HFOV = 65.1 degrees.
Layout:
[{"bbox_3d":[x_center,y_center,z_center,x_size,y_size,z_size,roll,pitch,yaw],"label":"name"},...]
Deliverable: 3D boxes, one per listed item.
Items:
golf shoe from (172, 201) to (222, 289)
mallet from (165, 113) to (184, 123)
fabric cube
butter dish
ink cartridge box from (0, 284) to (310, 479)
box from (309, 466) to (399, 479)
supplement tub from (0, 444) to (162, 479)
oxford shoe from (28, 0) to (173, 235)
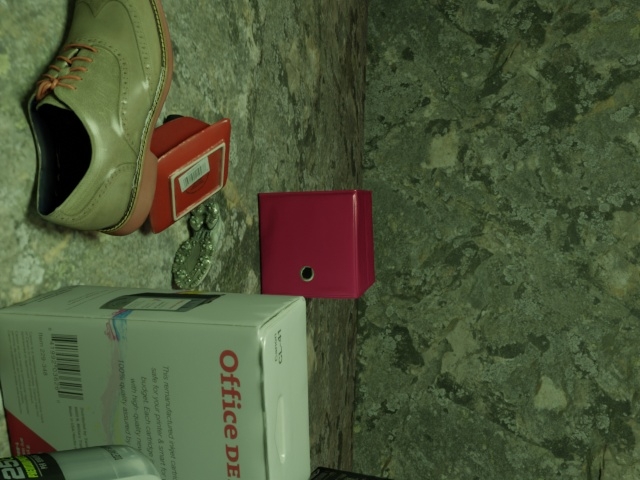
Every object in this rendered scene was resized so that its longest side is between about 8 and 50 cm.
[{"bbox_3d":[-0.207,0.018,0.896,0.086,0.069,0.176,79,19,-56],"label":"golf shoe"},{"bbox_3d":[-0.224,-0.147,0.890,0.190,0.039,0.063,64,28,-67],"label":"mallet"},{"bbox_3d":[0.000,0.000,1.312,0.259,0.253,0.259,-19,109,-74],"label":"fabric cube"},{"bbox_3d":[-0.222,-0.118,0.748,0.160,0.118,0.160,-43,165,-33],"label":"butter dish"},{"bbox_3d":[-0.173,0.172,0.542,0.131,0.305,0.226,-30,120,-72],"label":"ink cartridge box"},{"bbox_3d":[-0.048,0.336,0.441,0.307,0.242,0.077,-31,85,-30],"label":"box"},{"bbox_3d":[-0.250,0.227,0.265,0.315,0.193,0.194,11,78,-42],"label":"supplement tub"},{"bbox_3d":[-0.260,-0.181,0.585,0.130,0.122,0.349,4,85,-70],"label":"oxford shoe"}]
